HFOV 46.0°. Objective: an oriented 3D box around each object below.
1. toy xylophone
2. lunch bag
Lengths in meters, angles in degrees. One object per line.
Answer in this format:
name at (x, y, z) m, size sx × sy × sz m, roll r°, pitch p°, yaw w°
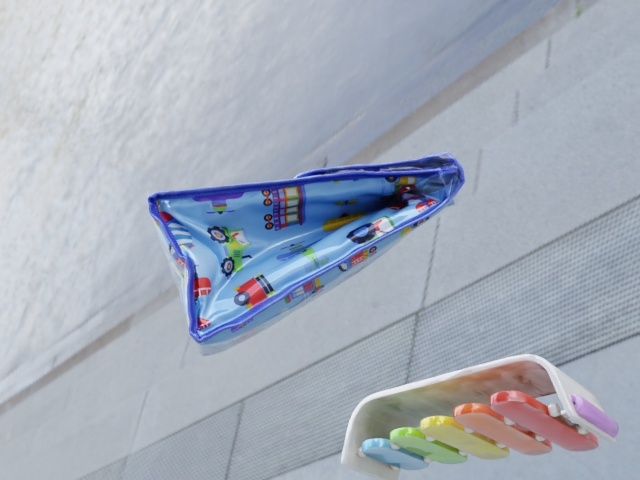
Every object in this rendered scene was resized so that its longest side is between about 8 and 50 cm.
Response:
toy xylophone at (0.196, 0.224, 0.904) m, size 0.323 × 0.236 × 0.081 m, roll -30°, pitch 46°, yaw 40°
lunch bag at (0.000, 0.000, 0.736) m, size 0.221 × 0.293 × 0.138 m, roll 126°, pitch 125°, yaw -76°
